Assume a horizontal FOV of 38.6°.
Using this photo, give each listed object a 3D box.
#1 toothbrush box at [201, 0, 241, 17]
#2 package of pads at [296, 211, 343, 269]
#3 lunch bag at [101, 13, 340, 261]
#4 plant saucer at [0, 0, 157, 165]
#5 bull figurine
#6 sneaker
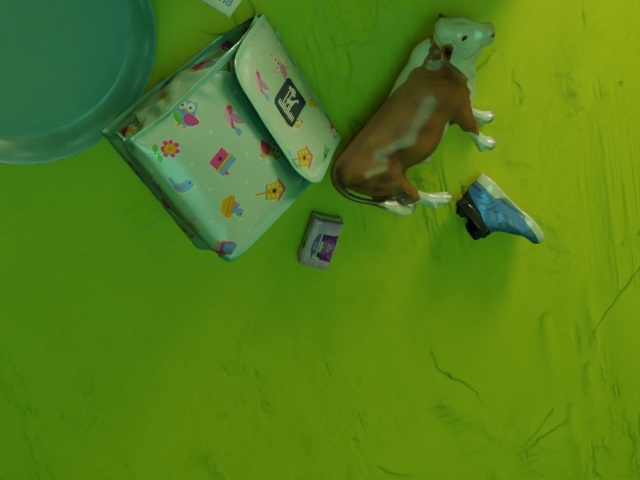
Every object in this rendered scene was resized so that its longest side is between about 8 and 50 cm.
[{"bbox_3d":[-0.118,-0.435,1.042,0.206,0.122,0.283,20,112,-49],"label":"toothbrush box"},{"bbox_3d":[0.000,0.000,1.383,0.050,0.032,0.083,12,113,-17],"label":"package of pads"},{"bbox_3d":[-0.112,-0.140,1.214,0.262,0.160,0.223,-43,117,-14],"label":"lunch bag"},{"bbox_3d":[-0.360,-0.243,1.126,0.317,0.044,0.318,-17,128,-23],"label":"plant saucer"},{"bbox_3d":[0.151,-0.168,1.294,0.188,0.101,0.310,36,103,-28],"label":"bull figurine"},{"bbox_3d":[0.273,-0.026,1.418,0.152,0.058,0.084,40,96,-23],"label":"sneaker"}]
